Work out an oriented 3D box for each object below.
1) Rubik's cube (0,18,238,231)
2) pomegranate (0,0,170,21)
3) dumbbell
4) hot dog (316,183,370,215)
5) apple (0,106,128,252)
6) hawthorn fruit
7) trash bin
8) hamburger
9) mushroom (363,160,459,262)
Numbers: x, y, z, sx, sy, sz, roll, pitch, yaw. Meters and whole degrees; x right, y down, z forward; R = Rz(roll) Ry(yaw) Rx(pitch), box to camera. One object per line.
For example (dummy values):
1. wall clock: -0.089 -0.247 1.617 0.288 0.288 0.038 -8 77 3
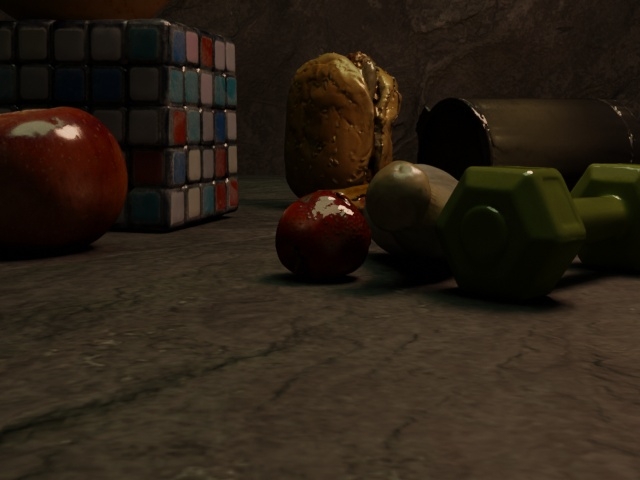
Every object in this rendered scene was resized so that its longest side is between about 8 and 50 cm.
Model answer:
1. Rubik's cube: -0.301 -0.172 1.282 0.293 0.291 0.287 0 7 14
2. pomegranate: -0.364 -0.496 1.256 0.412 0.411 0.411 1 7 0
3. dumbbell: 0.231 -0.016 0.788 0.302 0.121 0.108 -6 -20 -46
4. hot dog: 0.106 -0.066 1.394 0.286 0.061 0.088 -6 6 -38
5. apple: -0.314 -0.062 0.946 0.201 0.162 0.201 -7 15 2
6. hawthorn fruit: 0.000 0.000 0.789 0.093 0.093 0.093 1 7 0
7. trash bin: 0.330 -0.126 1.357 0.302 0.202 0.252 -3 41 -25
8. hamburger: 0.029 -0.196 1.546 0.145 0.283 0.259 7 -1 -27
9. mushroom: 0.101 -0.029 0.845 0.118 0.103 0.270 26 1 1
